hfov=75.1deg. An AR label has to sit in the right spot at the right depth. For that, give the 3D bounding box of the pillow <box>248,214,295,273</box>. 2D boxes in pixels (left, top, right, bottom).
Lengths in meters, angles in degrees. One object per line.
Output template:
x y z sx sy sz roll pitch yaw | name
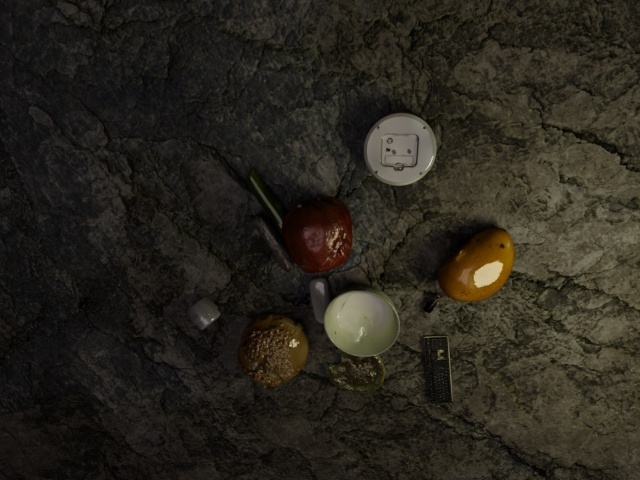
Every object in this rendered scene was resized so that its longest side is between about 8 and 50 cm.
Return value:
-0.166 0.008 1.513 0.059 0.169 0.255 -34 102 -9 | pillow

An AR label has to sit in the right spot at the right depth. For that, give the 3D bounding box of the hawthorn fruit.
-0.006 -0.021 1.413 0.258 0.258 0.262 -18 78 17 | hawthorn fruit

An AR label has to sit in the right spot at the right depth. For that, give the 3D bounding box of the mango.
0.534 0.088 1.397 0.191 0.160 0.290 40 104 2 | mango

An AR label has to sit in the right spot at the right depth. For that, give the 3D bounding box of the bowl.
0.157 0.277 1.545 0.276 0.145 0.277 4 110 11 | bowl

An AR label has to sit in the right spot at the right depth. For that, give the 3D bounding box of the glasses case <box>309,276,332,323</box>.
0.005 0.233 1.609 0.074 0.049 0.194 -6 109 13 | glasses case

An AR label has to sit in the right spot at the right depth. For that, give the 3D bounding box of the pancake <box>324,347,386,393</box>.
0.144 0.530 1.703 0.253 0.037 0.254 4 111 10 | pancake

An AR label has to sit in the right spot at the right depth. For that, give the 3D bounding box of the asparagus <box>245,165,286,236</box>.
-0.186 -0.135 1.499 0.067 0.060 0.278 -29 102 30 | asparagus

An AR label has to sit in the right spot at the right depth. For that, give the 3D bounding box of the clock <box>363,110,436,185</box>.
0.254 -0.294 1.340 0.230 0.083 0.231 5 114 11 | clock

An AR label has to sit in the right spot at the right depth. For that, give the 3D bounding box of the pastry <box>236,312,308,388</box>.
-0.196 0.448 1.659 0.284 0.184 0.316 30 113 -2 | pastry

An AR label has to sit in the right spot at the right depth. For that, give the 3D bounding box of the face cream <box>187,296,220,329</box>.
-0.473 0.296 1.693 0.117 0.117 0.104 -38 91 22 | face cream

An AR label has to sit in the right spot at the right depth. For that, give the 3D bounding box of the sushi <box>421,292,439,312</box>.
0.404 0.230 1.530 0.044 0.046 0.083 31 114 -1 | sushi

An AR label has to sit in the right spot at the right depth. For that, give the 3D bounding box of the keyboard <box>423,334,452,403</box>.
0.460 0.513 1.640 0.106 0.027 0.317 -6 110 13 | keyboard
